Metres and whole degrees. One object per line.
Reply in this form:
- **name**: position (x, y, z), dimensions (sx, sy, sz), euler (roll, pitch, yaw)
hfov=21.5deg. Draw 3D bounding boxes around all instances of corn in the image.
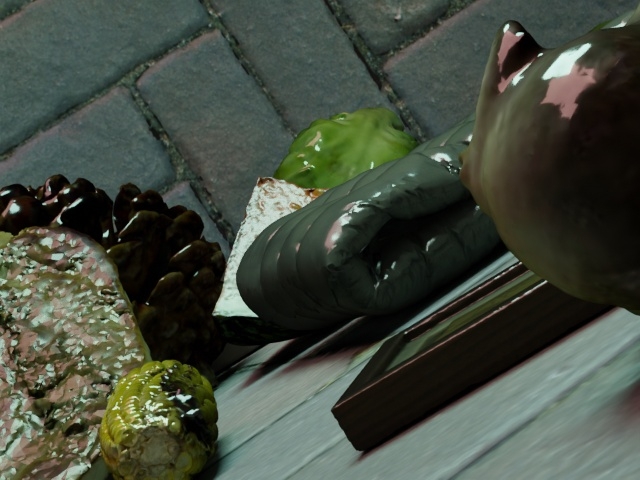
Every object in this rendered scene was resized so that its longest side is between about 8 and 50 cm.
- **corn**: position (-0.094, 0.110, 0.993), dimensions (0.072, 0.072, 0.203), euler (-33, 3, -3)

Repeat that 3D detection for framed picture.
- **framed picture**: position (0.091, 0.026, 0.734), dimensions (0.168, 0.023, 0.128), euler (-32, 2, 15)

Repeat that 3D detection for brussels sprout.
- **brussels sprout**: position (0.028, -0.057, 1.989), dimensions (0.223, 0.161, 0.223), euler (-40, -19, -16)

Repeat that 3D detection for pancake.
- **pancake**: position (-0.288, 0.115, 1.274), dimensions (0.356, 0.065, 0.356), euler (-7, 43, 7)

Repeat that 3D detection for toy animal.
- **toy animal**: position (0.162, -0.062, 0.535), dimensions (0.233, 0.121, 0.168), euler (-22, 23, 24)

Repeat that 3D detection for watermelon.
- **watermelon**: position (0.008, 0.019, 1.348), dimensions (0.145, 0.137, 0.193), euler (4, 13, 14)

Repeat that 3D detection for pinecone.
- **pinecone**: position (-0.191, 0.050, 1.488), dimensions (0.224, 0.272, 0.224), euler (-37, -33, -30)

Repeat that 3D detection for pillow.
- **pillow**: position (0.104, -0.043, 1.186), dimensions (0.326, 0.101, 0.228), euler (-35, 4, -18)

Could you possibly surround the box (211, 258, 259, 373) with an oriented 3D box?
- **box**: position (-0.052, 0.043, 1.661), dimensions (0.215, 0.086, 0.215), euler (-32, 3, 21)

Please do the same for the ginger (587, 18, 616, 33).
- **ginger**: position (0.267, -0.168, 1.835), dimensions (0.290, 0.089, 0.137), euler (-37, -15, -18)
